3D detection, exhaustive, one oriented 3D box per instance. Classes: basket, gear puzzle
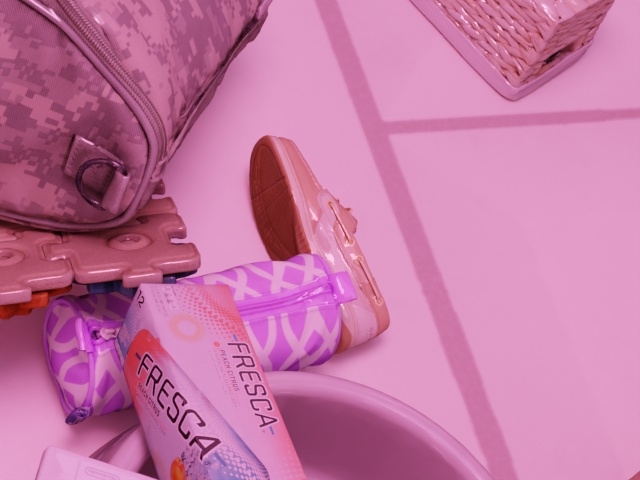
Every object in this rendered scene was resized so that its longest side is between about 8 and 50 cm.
[{"bbox_3d":[0.157,-0.222,1.421,0.113,0.103,0.167,-33,77,-35],"label":"basket"},{"bbox_3d":[-0.250,0.021,1.070,0.339,0.044,0.175,-7,24,-14],"label":"gear puzzle"}]

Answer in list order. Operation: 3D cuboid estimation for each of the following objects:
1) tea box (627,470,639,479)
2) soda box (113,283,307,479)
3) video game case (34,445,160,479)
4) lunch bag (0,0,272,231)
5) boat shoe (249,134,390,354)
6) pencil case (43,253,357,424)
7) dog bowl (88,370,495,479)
[{"bbox_3d":[0.422,0.240,1.161,0.323,0.220,0.329,-17,67,-31],"label":"tea box"},{"bbox_3d":[-0.063,0.109,0.988,0.063,0.058,0.183,1,46,-30],"label":"soda box"},{"bbox_3d":[-0.098,0.202,0.952,0.157,0.019,0.143,20,53,-11],"label":"video game case"},{"bbox_3d":[-0.180,-0.156,1.130,0.256,0.212,0.305,30,35,-5],"label":"lunch bag"},{"bbox_3d":[0.000,0.000,1.235,0.059,0.063,0.170,-12,74,-33],"label":"boat shoe"},{"bbox_3d":[-0.084,0.059,1.137,0.206,0.088,0.086,-11,65,-31],"label":"pencil case"},{"bbox_3d":[-0.012,0.237,1.045,0.348,0.102,0.349,11,55,-16],"label":"dog bowl"}]
